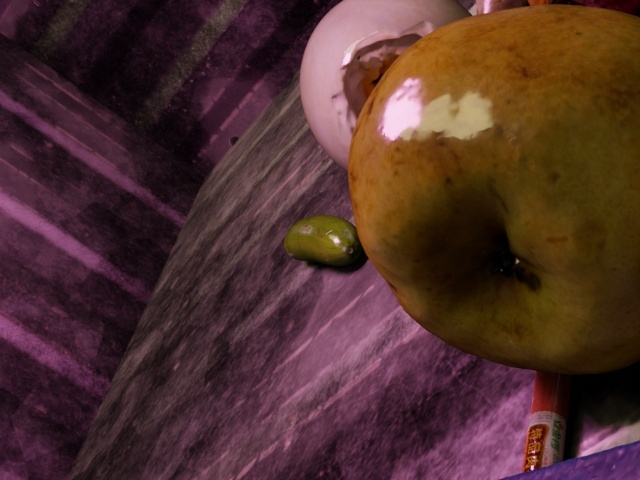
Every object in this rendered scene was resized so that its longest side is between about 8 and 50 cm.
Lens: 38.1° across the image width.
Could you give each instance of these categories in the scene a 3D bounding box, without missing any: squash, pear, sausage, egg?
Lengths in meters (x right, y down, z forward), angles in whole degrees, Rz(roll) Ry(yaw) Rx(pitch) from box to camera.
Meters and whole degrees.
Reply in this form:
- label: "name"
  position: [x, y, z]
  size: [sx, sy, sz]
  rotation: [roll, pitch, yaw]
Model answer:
- label: "squash"
  position: [0.001, -0.002, 1.527]
  size: [0.082, 0.082, 0.292]
  rotation: [-57, 15, -9]
- label: "pear"
  position: [0.181, -0.049, 0.753]
  size: [0.304, 0.304, 0.304]
  rotation: [-49, 17, 20]
- label: "sausage"
  position: [0.178, 0.176, 0.734]
  size: [0.034, 0.034, 0.253]
  rotation: [-40, 22, 42]
- label: "egg"
  position: [0.107, -0.221, 1.314]
  size: [0.278, 0.278, 0.336]
  rotation: [-51, 12, 11]

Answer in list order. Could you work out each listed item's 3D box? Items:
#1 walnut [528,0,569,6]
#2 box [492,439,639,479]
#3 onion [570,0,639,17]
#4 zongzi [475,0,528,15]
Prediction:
- label: "walnut"
  position: [0.339, -0.415, 1.270]
  size: [0.167, 0.087, 0.211]
  rotation: [-19, -36, -59]
- label: "box"
  position: [0.174, 0.239, 0.475]
  size: [0.279, 0.116, 0.261]
  rotation: [-34, 25, 47]
- label: "onion"
  position: [0.371, -0.424, 1.028]
  size: [0.337, 0.260, 0.281]
  rotation: [-42, 15, 39]
- label: "zongzi"
  position: [0.317, -0.416, 1.457]
  size: [0.194, 0.099, 0.197]
  rotation: [-35, 36, 51]
